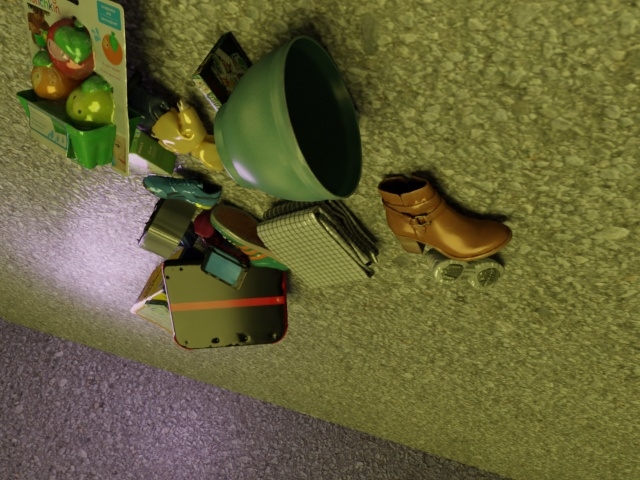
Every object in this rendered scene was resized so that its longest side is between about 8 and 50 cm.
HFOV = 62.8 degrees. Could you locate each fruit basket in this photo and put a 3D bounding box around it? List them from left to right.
[{"bbox_3d":[-0.513,-0.339,1.075,0.327,0.165,0.353,30,134,22],"label":"fruit basket"}]

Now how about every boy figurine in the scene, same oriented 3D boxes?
[{"bbox_3d":[-0.333,-0.272,1.231,0.285,0.092,0.177,32,146,-18],"label":"boy figurine"}]

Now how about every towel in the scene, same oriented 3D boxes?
[{"bbox_3d":[0.000,0.000,1.429,0.235,0.121,0.284,-15,132,40],"label":"towel"}]

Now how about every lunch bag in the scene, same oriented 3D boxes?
[{"bbox_3d":[-0.434,-0.019,1.681,0.065,0.067,0.098,8,147,20],"label":"lunch bag"}]

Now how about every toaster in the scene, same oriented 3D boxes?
[{"bbox_3d":[-0.446,-0.060,1.540,0.110,0.168,0.186,28,148,-16],"label":"toaster"}]

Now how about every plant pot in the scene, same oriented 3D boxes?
[{"bbox_3d":[-0.071,-0.200,0.975,0.196,0.293,0.293,-12,137,27],"label":"plant pot"}]

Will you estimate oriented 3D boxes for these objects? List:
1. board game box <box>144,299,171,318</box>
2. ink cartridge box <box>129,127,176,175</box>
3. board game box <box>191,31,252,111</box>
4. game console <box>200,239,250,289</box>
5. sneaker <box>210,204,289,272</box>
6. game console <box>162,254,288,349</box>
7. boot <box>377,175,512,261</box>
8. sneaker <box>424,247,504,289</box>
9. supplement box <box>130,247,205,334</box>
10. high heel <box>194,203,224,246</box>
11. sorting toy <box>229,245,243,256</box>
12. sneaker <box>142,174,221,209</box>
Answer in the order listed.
[{"bbox_3d":[-0.545,0.238,1.804,0.090,0.020,0.090,1,141,28],"label":"board game box"},{"bbox_3d":[-0.471,-0.231,1.323,0.109,0.062,0.209,8,169,20],"label":"ink cartridge box"},{"bbox_3d":[-0.150,-0.277,1.079,0.030,0.136,0.259,-2,141,33],"label":"board game box"},{"bbox_3d":[-0.292,0.074,1.570,0.144,0.085,0.124,27,168,5],"label":"game console"},{"bbox_3d":[-0.206,0.011,1.551,0.302,0.108,0.121,32,134,-20],"label":"sneaker"},{"bbox_3d":[-0.303,0.202,1.718,0.387,0.060,0.342,-4,114,-5],"label":"game console"},{"bbox_3d":[0.281,-0.064,1.208,0.283,0.109,0.220,5,141,35],"label":"boot"},{"bbox_3d":[0.370,0.056,1.344,0.232,0.115,0.090,13,118,-28],"label":"sneaker"},{"bbox_3d":[-0.513,0.188,1.915,0.194,0.195,0.356,36,144,-22],"label":"supplement box"},{"bbox_3d":[-0.347,-0.009,1.601,0.082,0.117,0.244,22,148,-3],"label":"high heel"},{"bbox_3d":[-0.259,0.043,1.707,0.083,0.045,0.075,32,153,-18],"label":"sorting toy"},{"bbox_3d":[-0.373,-0.150,1.428,0.209,0.069,0.082,15,135,-29],"label":"sneaker"}]
